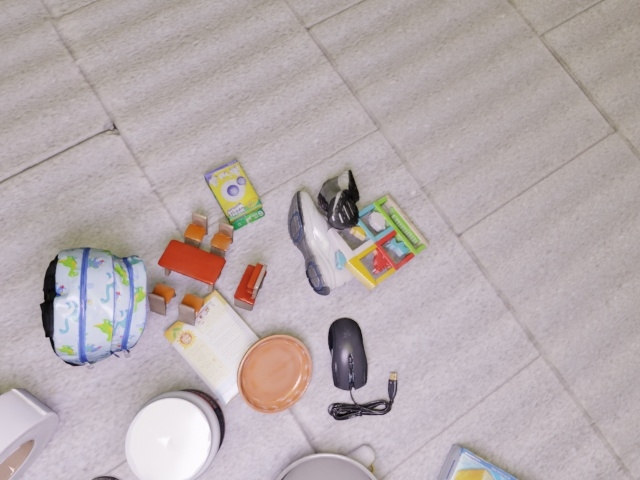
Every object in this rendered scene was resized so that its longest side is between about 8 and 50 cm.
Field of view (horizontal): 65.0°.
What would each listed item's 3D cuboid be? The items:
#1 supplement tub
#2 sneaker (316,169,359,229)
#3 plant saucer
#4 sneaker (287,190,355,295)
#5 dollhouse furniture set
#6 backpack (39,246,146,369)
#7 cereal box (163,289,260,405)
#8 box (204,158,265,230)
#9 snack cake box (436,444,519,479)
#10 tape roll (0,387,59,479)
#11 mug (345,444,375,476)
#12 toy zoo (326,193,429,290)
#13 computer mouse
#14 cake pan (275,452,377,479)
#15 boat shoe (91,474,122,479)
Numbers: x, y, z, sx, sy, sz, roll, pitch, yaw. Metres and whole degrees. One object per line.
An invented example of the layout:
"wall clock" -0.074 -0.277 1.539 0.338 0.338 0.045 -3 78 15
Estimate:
"supplement tub" -0.314 0.431 1.117 0.191 0.272 0.191 2 75 -7
"sneaker" 0.042 -0.098 1.338 0.108 0.271 0.100 -17 114 14
"plant saucer" -0.116 0.329 1.255 0.200 0.037 0.200 -3 96 -27
"sneaker" 0.000 0.000 1.374 0.129 0.111 0.297 -15 79 -28
"dollhouse furniture set" -0.270 0.073 1.254 0.259 0.135 0.262 20 57 0
"backpack" -0.508 0.140 1.132 0.273 0.355 0.290 3 74 -7
"cereal box" -0.256 0.272 1.283 0.173 0.047 0.240 -40 83 -17
"box" -0.237 -0.125 1.398 0.105 0.043 0.179 -29 82 -13
"snack cake box" 0.423 0.645 1.242 0.264 0.089 0.152 29 73 2
"tape roll" -0.700 0.458 1.060 0.100 0.286 0.286 35 74 4
"mug" 0.103 0.549 1.254 0.064 0.078 0.062 -34 48 -23
"toy zoo" 0.145 0.008 1.359 0.293 0.030 0.192 -32 80 -35
"computer mouse" 0.112 0.331 1.305 0.184 0.060 0.262 2 75 -5
"cake pan" 0.017 0.641 1.179 0.293 0.054 0.293 0 87 4
"boat shoe" -0.482 0.585 1.178 0.125 0.038 0.046 21 73 -1
